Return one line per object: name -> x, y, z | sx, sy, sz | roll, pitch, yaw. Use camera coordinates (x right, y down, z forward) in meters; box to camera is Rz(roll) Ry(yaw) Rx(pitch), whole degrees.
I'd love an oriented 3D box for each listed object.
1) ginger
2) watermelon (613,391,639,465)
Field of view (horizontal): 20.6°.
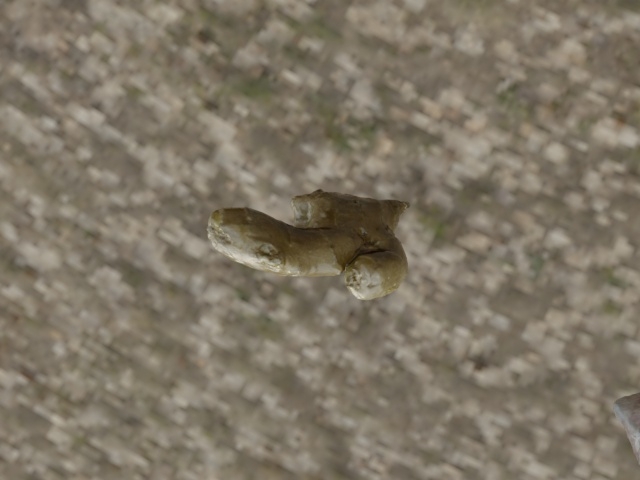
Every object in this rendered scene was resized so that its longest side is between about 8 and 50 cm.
ginger -> -0.008, -0.007, 1.583 | 0.214, 0.133, 0.059 | 10, 128, -22
watermelon -> 0.275, 0.140, 0.824 | 0.232, 0.310, 0.193 | 43, 158, -20
